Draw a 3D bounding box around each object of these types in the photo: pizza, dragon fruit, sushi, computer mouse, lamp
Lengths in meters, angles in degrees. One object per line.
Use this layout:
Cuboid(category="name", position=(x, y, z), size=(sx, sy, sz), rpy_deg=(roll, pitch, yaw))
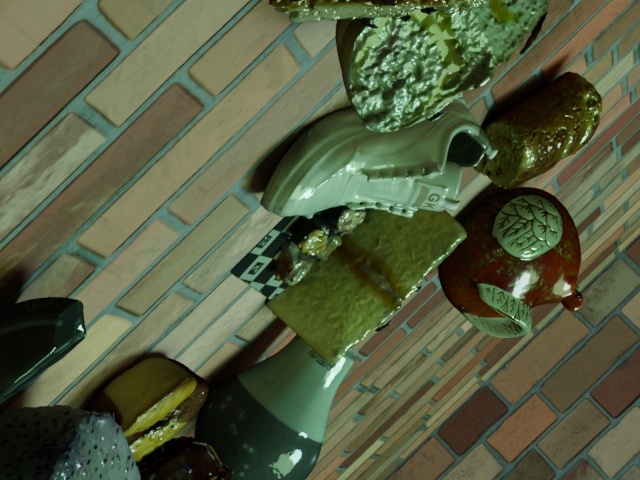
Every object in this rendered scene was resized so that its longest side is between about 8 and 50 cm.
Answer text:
Cuboid(category="pizza", position=(0.045, -0.240, 1.243), size=(0.194, 0.154, 0.069), rpy_deg=(-27, -173, -9))
Cuboid(category="dragon fruit", position=(-0.333, 0.290, 1.556), size=(0.283, 0.204, 0.221), rpy_deg=(-62, 152, -52))
Cuboid(category="sushi", position=(0.000, 0.000, 1.852), size=(0.210, 0.040, 0.193), rpy_deg=(-44, 159, 2))
Cuboid(category="computer mouse", position=(-0.317, 0.120, 1.392), size=(0.231, 0.071, 0.126), rpy_deg=(-37, 179, 14))
Cuboid(category="lamp", position=(-0.061, 0.215, 2.073), size=(0.182, 0.182, 0.313), rpy_deg=(-2, 118, -66))

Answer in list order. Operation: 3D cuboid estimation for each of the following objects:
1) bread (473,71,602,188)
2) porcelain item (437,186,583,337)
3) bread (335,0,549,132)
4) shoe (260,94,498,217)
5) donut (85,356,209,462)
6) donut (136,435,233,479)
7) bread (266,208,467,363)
Cuboid(category="bread", position=(0.314, -0.155, 2.109), size=(0.172, 0.103, 0.132), rpy_deg=(-31, 156, -29))
Cuboid(category="porcelain item", position=(0.327, 0.043, 2.402), size=(0.253, 0.253, 0.253), rpy_deg=(-39, 163, -15))
Cuboid(category="bread", position=(0.096, -0.224, 1.387), size=(0.260, 0.156, 0.158), rpy_deg=(-51, 126, -33))
Cuboid(category="shoe", position=(0.084, -0.079, 1.679), size=(0.316, 0.159, 0.124), rpy_deg=(-36, 163, -33))
Cuboid(category="donut", position=(-0.220, 0.209, 1.815), size=(0.166, 0.073, 0.184), rpy_deg=(-49, 163, 16))
Cuboid(category="donut", position=(-0.226, 0.332, 1.953), size=(0.216, 0.096, 0.230), rpy_deg=(-30, -176, -35))
Cuboid(category="bread", position=(0.059, 0.034, 1.994), size=(0.266, 0.178, 0.142), rpy_deg=(-46, 132, 0))
